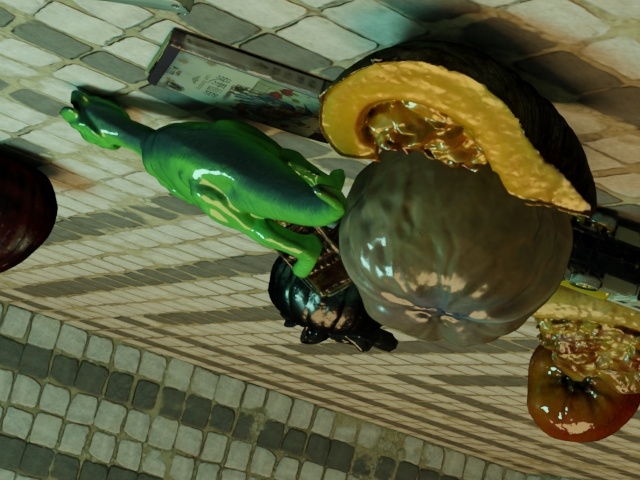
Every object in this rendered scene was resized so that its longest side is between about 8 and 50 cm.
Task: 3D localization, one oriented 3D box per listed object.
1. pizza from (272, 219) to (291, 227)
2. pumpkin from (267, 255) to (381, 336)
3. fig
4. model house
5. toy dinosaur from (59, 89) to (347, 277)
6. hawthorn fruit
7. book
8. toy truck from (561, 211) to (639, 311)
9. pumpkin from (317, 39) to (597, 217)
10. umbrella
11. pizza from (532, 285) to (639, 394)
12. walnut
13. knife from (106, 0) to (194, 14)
[{"bbox_3d":[-0.055,-0.035,2.044,0.100,0.029,0.099,24,163,-35],"label":"pizza"},{"bbox_3d":[0.021,0.070,2.153,0.202,0.140,0.202,13,-173,-2],"label":"pumpkin"},{"bbox_3d":[-0.515,-0.011,2.141,0.204,0.249,0.186,20,174,-34],"label":"fig"},{"bbox_3d":[0.006,-0.003,1.988,0.165,0.106,0.152,-31,143,9],"label":"model house"},{"bbox_3d":[-0.137,-0.112,1.565,0.375,0.144,0.500,28,172,2],"label":"toy dinosaur"},{"bbox_3d":[0.443,0.239,2.321,0.197,0.196,0.225,8,176,26],"label":"hawthorn fruit"},{"bbox_3d":[-0.071,-0.162,1.547,0.231,0.026,0.157,18,167,-14],"label":"book"},{"bbox_3d":[0.339,0.022,1.727,0.227,0.098,0.114,19,170,-11],"label":"toy truck"},{"bbox_3d":[0.145,-0.136,1.312,0.279,0.111,0.163,15,151,4],"label":"pumpkin"},{"bbox_3d":[0.043,0.152,2.563,0.118,0.118,0.340,5,168,34],"label":"umbrella"},{"bbox_3d":[0.443,0.144,2.090,0.409,0.114,0.278,29,154,-28],"label":"pizza"},{"bbox_3d":[0.142,-0.014,1.504,0.248,0.248,0.248,14,167,3],"label":"walnut"},{"bbox_3d":[-0.197,-0.241,1.364,0.162,0.023,0.044,10,170,17],"label":"knife"}]
